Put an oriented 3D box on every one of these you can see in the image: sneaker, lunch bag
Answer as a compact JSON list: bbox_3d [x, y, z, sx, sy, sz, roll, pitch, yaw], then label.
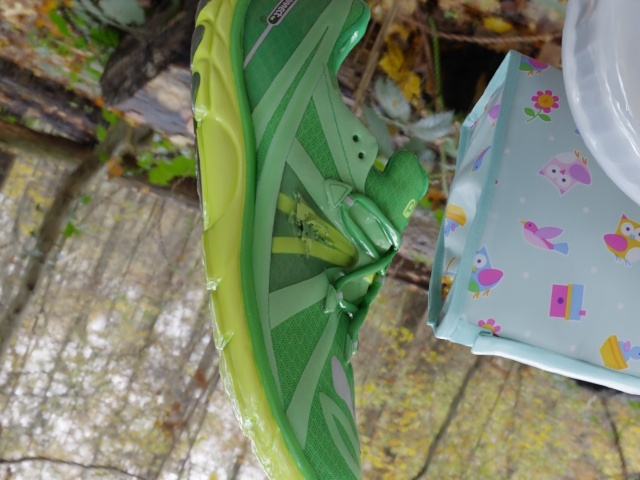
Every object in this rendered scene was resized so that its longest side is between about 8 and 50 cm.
[{"bbox_3d":[0.000,0.000,0.428,0.124,0.295,0.109,-5,177,-5],"label":"sneaker"},{"bbox_3d":[0.222,-0.001,0.719,0.224,0.262,0.160,17,154,-4],"label":"lunch bag"}]

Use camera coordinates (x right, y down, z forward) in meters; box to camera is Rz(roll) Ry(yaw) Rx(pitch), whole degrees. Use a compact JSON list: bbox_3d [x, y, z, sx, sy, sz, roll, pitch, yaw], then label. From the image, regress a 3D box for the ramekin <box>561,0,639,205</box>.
[{"bbox_3d":[0.285,-0.123,0.470,0.277,0.277,0.135,23,-167,11],"label":"ramekin"}]
